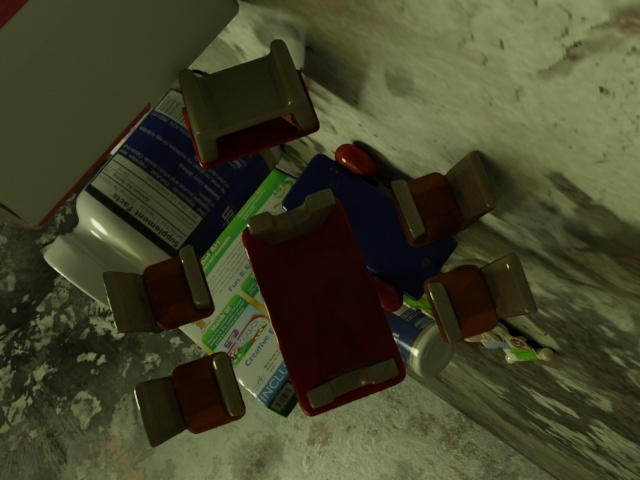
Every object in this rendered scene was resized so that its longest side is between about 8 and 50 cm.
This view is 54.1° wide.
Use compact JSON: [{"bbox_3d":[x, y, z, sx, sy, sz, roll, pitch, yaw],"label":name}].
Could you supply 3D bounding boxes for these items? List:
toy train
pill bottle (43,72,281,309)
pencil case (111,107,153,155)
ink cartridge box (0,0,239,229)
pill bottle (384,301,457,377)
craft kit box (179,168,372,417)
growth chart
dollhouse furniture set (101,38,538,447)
[{"bbox_3d":[0.091,0.021,0.589,0.248,0.105,0.143,35,-179,16],"label":"toy train"},{"bbox_3d":[-0.180,-0.048,0.724,0.153,0.264,0.153,37,171,7],"label":"pill bottle"},{"bbox_3d":[-0.334,-0.201,1.030,0.273,0.113,0.124,40,160,-17],"label":"pencil case"},{"bbox_3d":[-0.251,-0.180,0.471,0.306,0.226,0.131,31,168,31],"label":"ink cartridge box"},{"bbox_3d":[0.131,0.145,1.029,0.169,0.094,0.094,28,167,45],"label":"pill bottle"},{"bbox_3d":[-0.058,0.048,0.788,0.247,0.250,0.061,31,170,37],"label":"craft kit box"},{"bbox_3d":[0.170,0.101,0.817,0.237,0.021,0.172,26,168,11],"label":"growth chart"},{"bbox_3d":[-0.017,-0.003,0.478,0.135,0.262,0.259,89,162,-81],"label":"dollhouse furniture set"}]
